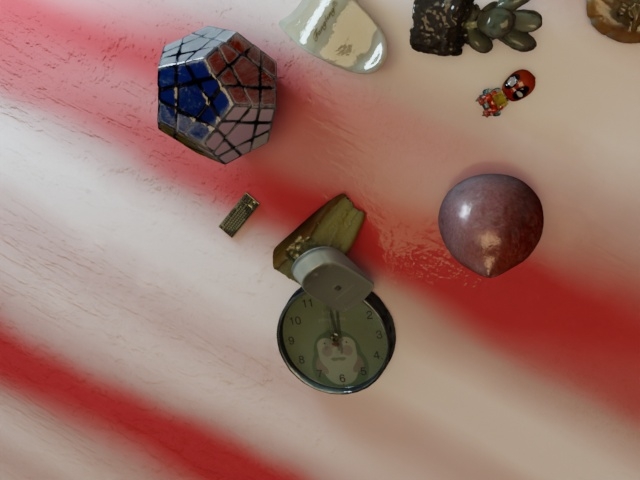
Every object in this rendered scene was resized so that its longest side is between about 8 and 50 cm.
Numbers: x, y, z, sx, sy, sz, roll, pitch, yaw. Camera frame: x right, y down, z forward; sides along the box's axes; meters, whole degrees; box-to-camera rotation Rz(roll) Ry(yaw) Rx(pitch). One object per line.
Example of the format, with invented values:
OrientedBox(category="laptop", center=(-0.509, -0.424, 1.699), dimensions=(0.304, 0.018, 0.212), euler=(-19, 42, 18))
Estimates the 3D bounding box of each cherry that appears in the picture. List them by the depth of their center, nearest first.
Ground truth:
OrientedBox(category="cherry", center=(0.380, -0.040, 1.521), dimensions=(0.239, 0.239, 0.206), euler=(8, 110, 13))

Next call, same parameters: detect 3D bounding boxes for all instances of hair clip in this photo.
OrientedBox(category="hair clip", center=(0.039, -0.484, 1.552), dimensions=(0.282, 0.113, 0.172), euler=(38, 112, 3))

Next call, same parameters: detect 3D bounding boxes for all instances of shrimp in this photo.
OrientedBox(category="shrimp", center=(0.694, -0.477, 1.395), dimensions=(0.287, 0.063, 0.152), euler=(12, 111, 16))

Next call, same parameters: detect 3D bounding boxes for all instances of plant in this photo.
OrientedBox(category="plant", center=(0.333, -0.466, 1.460), dimensions=(0.274, 0.149, 0.146), euler=(3, 122, 18))

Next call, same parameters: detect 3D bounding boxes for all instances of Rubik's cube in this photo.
OrientedBox(category="Rubik's cube", center=(-0.244, -0.339, 1.592), dimensions=(0.319, 0.264, 0.319), euler=(4, 107, 15))

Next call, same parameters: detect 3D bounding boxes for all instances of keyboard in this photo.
OrientedBox(category="keyboard", center=(-0.216, -0.066, 1.798), dimensions=(0.049, 0.015, 0.129), euler=(43, 112, 0))

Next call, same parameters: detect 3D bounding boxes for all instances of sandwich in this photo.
OrientedBox(category="sandwich", center=(0.000, 0.000, 1.697), dimensions=(0.122, 0.128, 0.235), euler=(38, 111, -21))

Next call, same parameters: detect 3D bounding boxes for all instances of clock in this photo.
OrientedBox(category="clock", center=(0.037, 0.254, 1.795), dimensions=(0.318, 0.066, 0.319), euler=(4, 106, 15))

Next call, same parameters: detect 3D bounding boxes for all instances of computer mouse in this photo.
OrientedBox(category="computer mouse", center=(0.027, 0.089, 1.643), dimensions=(0.128, 0.079, 0.231), euler=(-36, 132, 16))

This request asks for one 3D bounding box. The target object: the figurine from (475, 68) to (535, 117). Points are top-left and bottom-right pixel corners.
OrientedBox(category="figurine", center=(0.417, -0.328, 1.513), dimensions=(0.140, 0.075, 0.068), euler=(-29, 95, 11))
